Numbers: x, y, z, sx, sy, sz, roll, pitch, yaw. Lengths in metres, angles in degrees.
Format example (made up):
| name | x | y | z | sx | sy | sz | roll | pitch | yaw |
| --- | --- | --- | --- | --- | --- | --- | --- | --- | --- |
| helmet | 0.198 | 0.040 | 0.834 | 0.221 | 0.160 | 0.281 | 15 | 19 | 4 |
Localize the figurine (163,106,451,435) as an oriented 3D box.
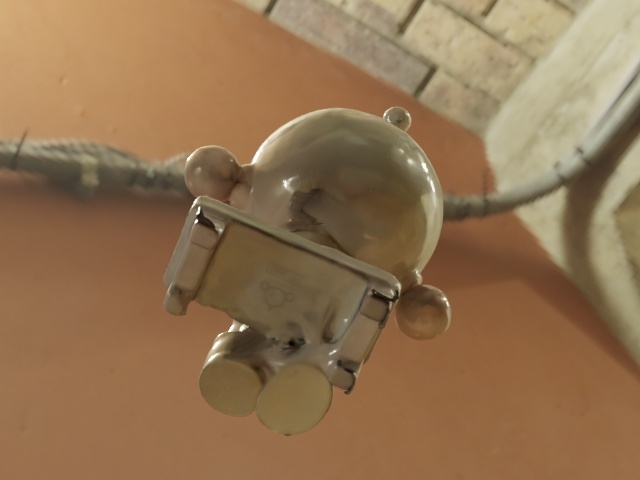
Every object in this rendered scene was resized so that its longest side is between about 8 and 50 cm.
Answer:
| name | x | y | z | sx | sy | sz | roll | pitch | yaw |
| --- | --- | --- | --- | --- | --- | --- | --- | --- | --- |
| figurine | -0.003 | -0.009 | 0.937 | 0.182 | 0.145 | 0.257 | 8 | -148 | 10 |
